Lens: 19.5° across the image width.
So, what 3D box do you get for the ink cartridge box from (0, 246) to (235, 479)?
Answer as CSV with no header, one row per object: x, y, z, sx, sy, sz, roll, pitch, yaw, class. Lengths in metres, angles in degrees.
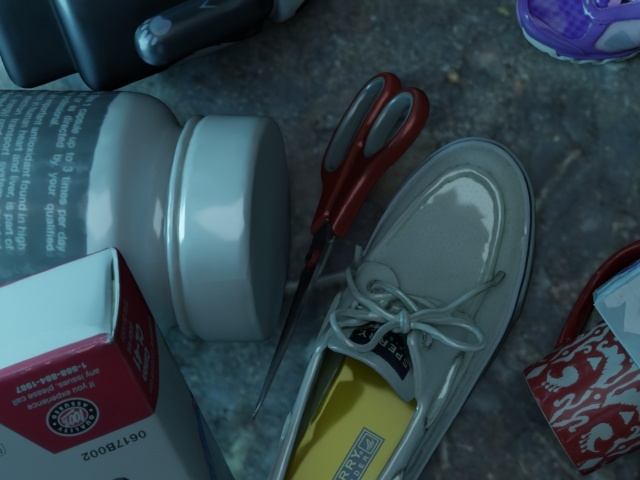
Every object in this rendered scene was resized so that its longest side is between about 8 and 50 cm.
-0.187,0.186,1.334,0.226,0.131,0.306,-21,119,5,ink cartridge box

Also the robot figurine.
-0.130,-0.218,1.456,0.278,0.173,0.209,-23,78,-7,robot figurine

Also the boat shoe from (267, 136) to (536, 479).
0.051,0.080,1.390,0.136,0.156,0.367,28,85,12,boat shoe

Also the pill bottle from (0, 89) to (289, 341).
-0.215,-0.014,1.423,0.361,0.204,0.204,1,80,10,pill bottle

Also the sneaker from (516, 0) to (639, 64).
0.268,-0.192,1.435,0.236,0.104,0.095,0,81,10,sneaker

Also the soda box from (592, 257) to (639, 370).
0.307,0.127,1.278,0.098,0.091,0.286,-37,88,8,soda box

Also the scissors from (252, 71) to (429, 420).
0.000,0.000,1.443,0.021,0.109,0.297,32,82,-29,scissors

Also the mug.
0.244,0.089,1.403,0.169,0.150,0.113,-31,113,6,mug
